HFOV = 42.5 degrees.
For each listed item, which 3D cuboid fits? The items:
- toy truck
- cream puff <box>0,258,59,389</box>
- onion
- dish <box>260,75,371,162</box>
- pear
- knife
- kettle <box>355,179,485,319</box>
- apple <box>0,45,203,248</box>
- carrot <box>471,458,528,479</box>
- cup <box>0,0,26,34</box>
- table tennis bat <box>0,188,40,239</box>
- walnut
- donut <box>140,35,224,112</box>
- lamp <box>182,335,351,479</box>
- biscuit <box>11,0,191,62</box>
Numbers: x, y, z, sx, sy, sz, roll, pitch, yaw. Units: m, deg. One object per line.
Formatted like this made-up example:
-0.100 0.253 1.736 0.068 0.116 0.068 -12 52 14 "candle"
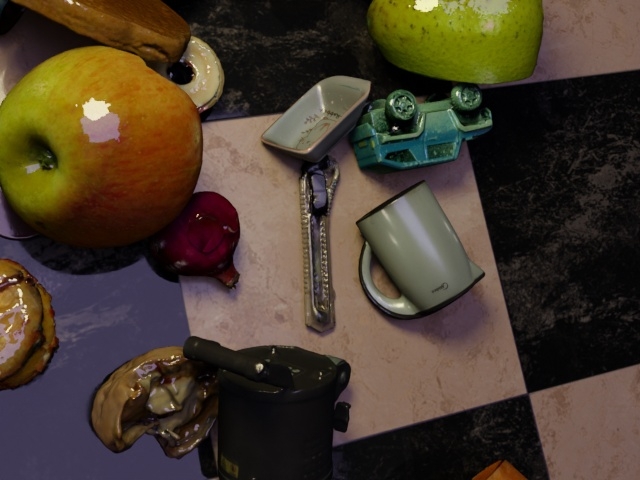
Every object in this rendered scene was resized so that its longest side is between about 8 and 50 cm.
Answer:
0.204 -0.228 1.677 0.279 0.155 0.156 -11 92 -20 "toy truck"
-0.556 0.144 1.358 0.240 0.164 0.240 3 68 -6 "cream puff"
-0.207 0.006 1.507 0.173 0.135 0.198 -45 97 -17 "onion"
0.010 -0.239 1.634 0.234 0.154 0.064 -46 131 -19 "dish"
0.241 -0.466 1.637 0.318 0.238 0.342 -13 46 -11 "pear"
0.001 -0.001 1.624 0.089 0.043 0.365 2 80 -16 "knife"
0.175 0.036 1.625 0.221 0.161 0.236 -32 93 7 "kettle"
-0.371 -0.156 1.371 0.340 0.339 0.339 3 79 -17 "apple"
0.370 0.559 1.559 0.331 0.214 0.193 43 99 -2 "carrot"
-0.616 -0.443 1.472 0.138 0.113 0.150 32 70 -8 "cup"
-0.569 -0.131 1.478 0.154 0.021 0.274 -29 91 -20 "table tennis bat"
-0.280 0.264 1.424 0.238 0.141 0.204 30 90 -54 "walnut"
-0.271 -0.313 1.583 0.175 0.068 0.174 3 78 -15 "donut"
-0.082 0.320 1.414 0.374 0.205 0.272 15 87 -57 "lamp"
-0.408 -0.422 1.426 0.359 0.074 0.381 41 26 27 "biscuit"
